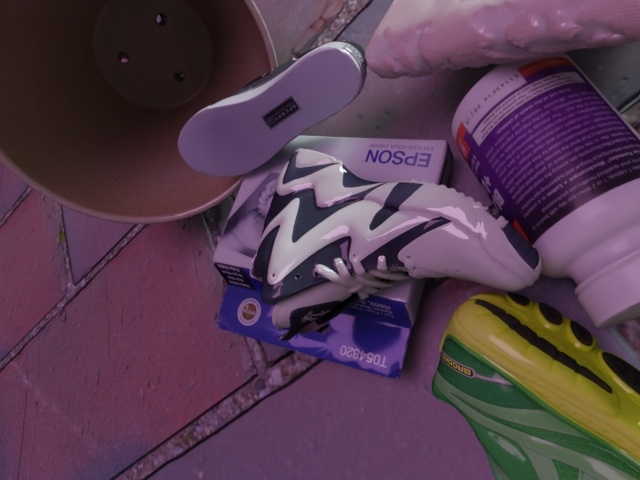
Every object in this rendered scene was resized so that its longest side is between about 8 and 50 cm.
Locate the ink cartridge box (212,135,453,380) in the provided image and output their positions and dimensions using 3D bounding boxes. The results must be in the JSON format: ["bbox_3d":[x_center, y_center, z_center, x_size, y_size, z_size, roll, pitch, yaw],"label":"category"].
[{"bbox_3d":[0.000,0.000,0.482,0.223,0.045,0.224,8,74,29],"label":"ink cartridge box"}]

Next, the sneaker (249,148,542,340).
[{"bbox_3d":[0.032,0.027,0.375,0.235,0.094,0.153,25,84,31],"label":"sneaker"}]

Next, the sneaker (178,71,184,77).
[{"bbox_3d":[-0.192,-0.354,0.730,0.094,0.091,0.258,40,101,36],"label":"sneaker"}]

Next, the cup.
[{"bbox_3d":[-0.224,-0.221,0.608,0.331,0.331,0.237,-44,28,17],"label":"cup"}]

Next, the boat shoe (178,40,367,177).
[{"bbox_3d":[-0.050,-0.140,0.499,0.228,0.080,0.076,-25,22,30],"label":"boat shoe"}]

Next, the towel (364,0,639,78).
[{"bbox_3d":[0.212,-0.254,0.324,0.331,0.053,0.317,17,74,55],"label":"towel"}]

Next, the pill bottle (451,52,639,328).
[{"bbox_3d":[0.187,-0.039,0.356,0.108,0.108,0.194,-35,59,23],"label":"pill bottle"}]

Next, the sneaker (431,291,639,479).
[{"bbox_3d":[0.196,0.160,0.313,0.295,0.109,0.124,46,132,31],"label":"sneaker"}]
